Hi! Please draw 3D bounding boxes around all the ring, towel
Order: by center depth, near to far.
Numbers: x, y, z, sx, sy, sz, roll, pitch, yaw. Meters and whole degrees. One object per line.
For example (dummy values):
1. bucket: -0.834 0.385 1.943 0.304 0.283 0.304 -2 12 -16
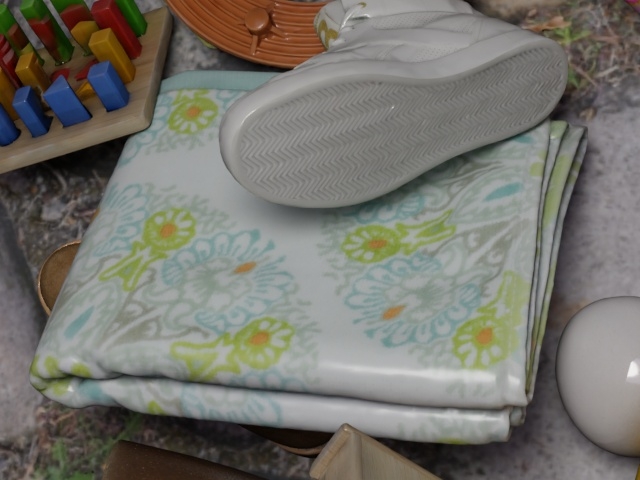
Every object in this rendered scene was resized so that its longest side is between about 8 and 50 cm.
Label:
1. towel: 0.000 0.000 1.188 0.374 0.090 0.320 4 44 15
2. ring: 0.000 -0.306 1.328 0.337 0.032 0.336 -3 74 12

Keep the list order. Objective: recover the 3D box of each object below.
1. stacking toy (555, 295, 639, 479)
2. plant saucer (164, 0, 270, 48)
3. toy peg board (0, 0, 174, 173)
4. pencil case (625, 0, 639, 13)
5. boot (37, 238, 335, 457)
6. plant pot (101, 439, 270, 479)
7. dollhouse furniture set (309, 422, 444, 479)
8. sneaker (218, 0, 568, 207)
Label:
1. stacking toy: 0.336 0.200 1.059 0.350 0.350 0.480 -41 51 1
2. plant saucer: -0.076 -0.282 1.382 0.188 0.045 0.188 -42 69 0
3. toy peg board: -0.221 -0.150 1.315 0.161 0.079 0.160 -16 38 18
4. pencil case: 0.318 -0.193 1.220 0.124 0.124 0.284 -38 69 2
5. boot: -0.113 0.072 1.260 0.305 0.115 0.112 26 86 21
6. plant pot: -0.048 0.266 1.157 0.230 0.215 0.215 5 76 1
7. dollhouse furniture set: -0.019 0.327 1.052 0.303 0.174 0.355 31 110 -11
8. sneaker: 0.022 -0.119 1.174 0.292 0.108 0.169 -16 36 -31
